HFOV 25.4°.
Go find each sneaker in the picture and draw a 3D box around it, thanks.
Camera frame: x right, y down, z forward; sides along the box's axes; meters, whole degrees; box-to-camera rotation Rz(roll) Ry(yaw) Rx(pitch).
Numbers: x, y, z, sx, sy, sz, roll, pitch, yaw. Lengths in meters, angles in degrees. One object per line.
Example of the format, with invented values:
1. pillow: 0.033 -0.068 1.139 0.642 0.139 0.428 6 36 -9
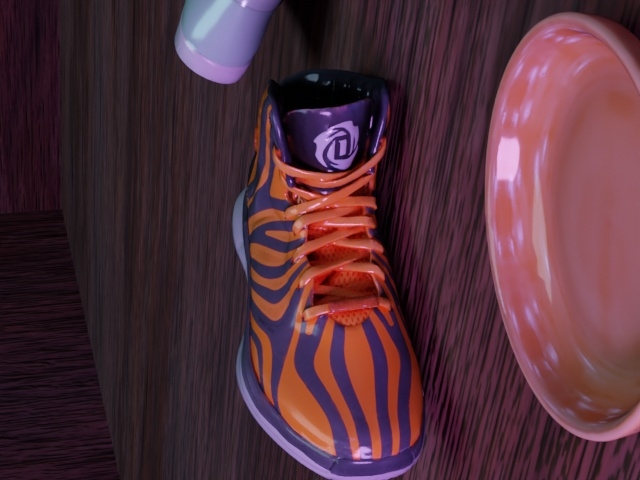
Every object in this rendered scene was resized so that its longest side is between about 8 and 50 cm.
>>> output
1. sneaker: 0.000 0.000 0.972 0.321 0.125 0.180 -111 21 -44
2. sneaker: -0.051 -0.260 1.180 0.151 0.094 0.256 -51 27 37

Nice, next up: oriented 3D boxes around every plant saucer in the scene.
1. plant saucer: 0.131 -0.007 0.666 0.200 0.037 0.200 174 90 -74
